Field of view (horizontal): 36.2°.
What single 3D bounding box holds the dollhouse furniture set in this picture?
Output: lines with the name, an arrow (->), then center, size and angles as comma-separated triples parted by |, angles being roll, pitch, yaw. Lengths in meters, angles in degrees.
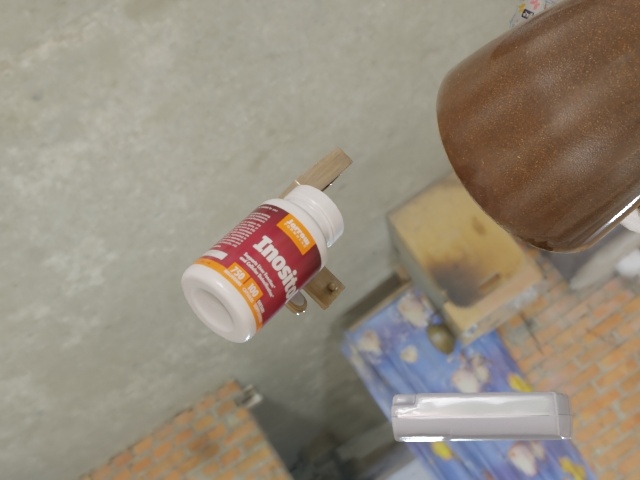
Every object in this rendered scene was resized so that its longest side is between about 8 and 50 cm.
dollhouse furniture set -> 0.000, 0.000, 1.077 | 0.151, 0.123, 0.144 | -44, 180, 33

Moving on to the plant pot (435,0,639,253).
plant pot -> 0.253, -0.134, 0.843 | 0.215, 0.215, 0.230 | -19, 165, -39

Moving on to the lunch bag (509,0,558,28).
lunch bag -> 0.364, -0.370, 1.627 | 0.053, 0.083, 0.071 | -83, -163, -65

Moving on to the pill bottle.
pill bottle -> -0.049, 0.017, 0.907 | 0.152, 0.086, 0.086 | -44, 167, -30

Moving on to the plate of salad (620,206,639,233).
plate of salad -> 0.540, -0.106, 1.574 | 0.200, 0.200, 0.048 | -46, 156, 27

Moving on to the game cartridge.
game cartridge -> 0.185, 0.203, 1.117 | 0.196, 0.060, 0.294 | -6, 168, 7
